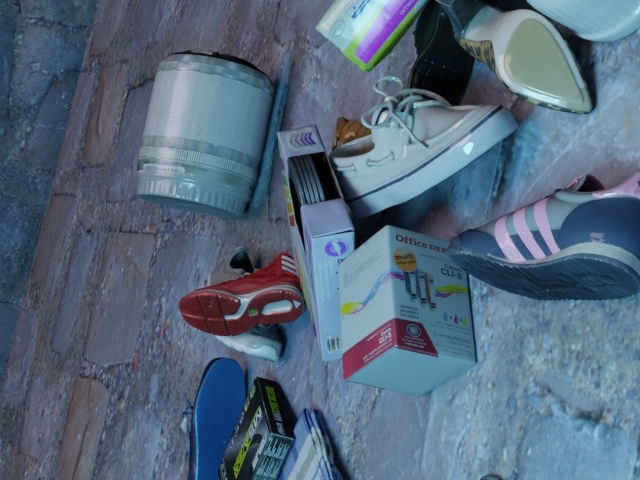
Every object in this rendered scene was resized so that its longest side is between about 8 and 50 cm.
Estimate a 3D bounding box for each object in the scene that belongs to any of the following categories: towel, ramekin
[{"bbox_3d":[-0.020,0.401,1.814,0.285,0.034,0.209,-113,43,-59],"label":"towel"},{"bbox_3d":[0.318,-0.344,1.461,0.207,0.109,0.207,-37,46,52],"label":"ramekin"}]

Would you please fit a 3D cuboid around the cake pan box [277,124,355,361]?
[{"bbox_3d":[0.000,0.000,1.822,0.246,0.070,0.267,-110,11,-45],"label":"cake pan box"}]

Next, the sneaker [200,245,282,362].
[{"bbox_3d":[-0.128,0.102,2.107,0.115,0.105,0.281,-60,34,16],"label":"sneaker"}]

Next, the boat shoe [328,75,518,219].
[{"bbox_3d":[0.114,-0.146,1.679,0.156,0.135,0.367,57,154,-5],"label":"boat shoe"}]

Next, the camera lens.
[{"bbox_3d":[-0.210,-0.195,2.276,0.219,0.219,0.274,0,77,62],"label":"camera lens"}]

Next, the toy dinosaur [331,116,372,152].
[{"bbox_3d":[0.055,-0.157,1.924,0.211,0.064,0.112,18,92,63],"label":"toy dinosaur"}]

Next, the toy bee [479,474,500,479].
[{"bbox_3d":[0.158,0.389,1.360,0.298,0.162,0.195,40,114,61],"label":"toy bee"}]

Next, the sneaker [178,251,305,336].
[{"bbox_3d":[-0.112,0.085,2.032,0.128,0.221,0.087,-58,-39,-55],"label":"sneaker"}]

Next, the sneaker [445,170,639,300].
[{"bbox_3d":[0.269,-0.008,1.426,0.319,0.112,0.131,0,61,60],"label":"sneaker"}]

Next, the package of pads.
[{"bbox_3d":[0.120,-0.368,1.709,0.229,0.101,0.296,-49,4,29],"label":"package of pads"}]

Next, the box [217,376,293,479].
[{"bbox_3d":[-0.106,0.341,1.983,0.184,0.045,0.191,-109,39,-66],"label":"box"}]

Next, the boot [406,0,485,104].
[{"bbox_3d":[0.170,-0.268,1.769,0.106,0.082,0.219,-113,44,-75],"label":"boot"}]

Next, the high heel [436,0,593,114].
[{"bbox_3d":[0.262,-0.228,1.584,0.093,0.186,0.261,-48,67,7],"label":"high heel"}]

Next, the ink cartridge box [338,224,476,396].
[{"bbox_3d":[0.109,0.092,1.628,0.127,0.128,0.176,-42,43,48],"label":"ink cartridge box"}]

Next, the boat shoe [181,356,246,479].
[{"bbox_3d":[-0.196,0.325,2.129,0.089,0.109,0.258,-5,71,65],"label":"boat shoe"}]
